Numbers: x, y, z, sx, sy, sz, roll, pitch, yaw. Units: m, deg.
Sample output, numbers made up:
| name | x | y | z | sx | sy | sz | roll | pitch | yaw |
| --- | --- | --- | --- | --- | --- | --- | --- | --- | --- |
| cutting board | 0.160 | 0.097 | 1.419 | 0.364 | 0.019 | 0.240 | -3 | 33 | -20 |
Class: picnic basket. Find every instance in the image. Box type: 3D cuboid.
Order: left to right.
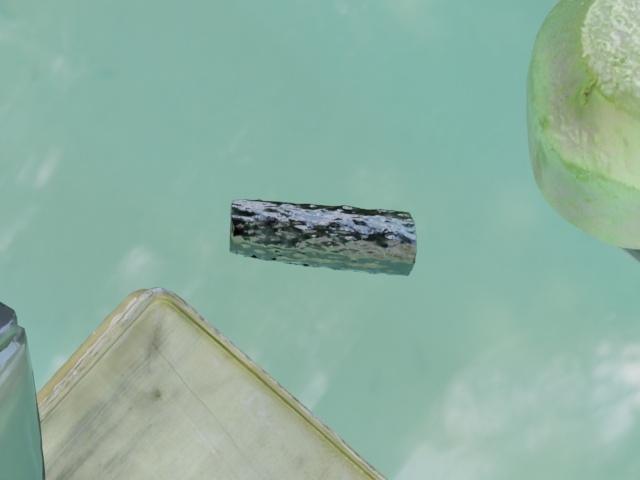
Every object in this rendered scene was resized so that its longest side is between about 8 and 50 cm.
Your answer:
| name | x | y | z | sx | sy | sz | roll | pitch | yaw |
| --- | --- | --- | --- | --- | --- | --- | --- | --- | --- |
| picnic basket | -0.120 | 0.223 | 1.494 | 0.313 | 0.175 | 0.228 | 41 | 70 | 2 |

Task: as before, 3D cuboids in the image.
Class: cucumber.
| name | x | y | z | sx | sy | sz | roll | pitch | yaw |
| --- | --- | --- | --- | --- | --- | --- | --- | --- | --- |
| cucumber | 0.000 | 0.003 | 1.854 | 0.211 | 0.078 | 0.062 | 3 | 36 | -12 |

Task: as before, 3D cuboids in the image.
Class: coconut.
| name | x | y | z | sx | sy | sz | roll | pitch | yaw |
| --- | --- | --- | --- | --- | --- | --- | --- | --- | --- |
| coconut | 0.267 | -0.104 | 1.342 | 0.236 | 0.205 | 0.236 | 29 | -13 | 7 |

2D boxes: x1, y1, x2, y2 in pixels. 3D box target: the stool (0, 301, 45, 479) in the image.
| name | x | y | z | sx | sy | sz | roll | pitch | yaw |
| --- | --- | --- | --- | --- | --- | --- | --- | --- | --- |
| stool | -0.259 | 0.092 | 0.649 | 0.269 | 0.244 | 0.170 | 31 | 53 | 19 |

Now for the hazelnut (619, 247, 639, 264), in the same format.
| name | x | y | z | sx | sy | sz | roll | pitch | yaw |
| --- | --- | --- | --- | --- | --- | --- | --- | --- | --- |
| hazelnut | 0.396 | -0.067 | 1.637 | 0.229 | 0.229 | 0.229 | 27 | 28 | -16 |
